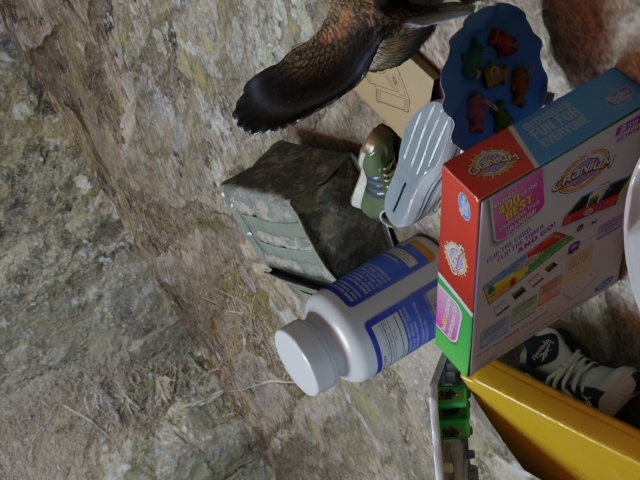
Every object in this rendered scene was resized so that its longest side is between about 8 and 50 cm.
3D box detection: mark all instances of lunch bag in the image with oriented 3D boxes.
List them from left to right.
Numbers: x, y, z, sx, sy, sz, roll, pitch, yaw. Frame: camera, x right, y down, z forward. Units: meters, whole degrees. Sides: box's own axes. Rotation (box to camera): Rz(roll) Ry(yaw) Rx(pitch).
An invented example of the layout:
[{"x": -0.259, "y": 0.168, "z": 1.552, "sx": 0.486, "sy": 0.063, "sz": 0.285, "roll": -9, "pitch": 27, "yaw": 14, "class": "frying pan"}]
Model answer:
[{"x": 0.000, "y": 0.000, "z": 2.285, "sx": 0.235, "sy": 0.169, "sz": 0.287, "roll": 17, "pitch": 141, "yaw": 57, "class": "lunch bag"}]

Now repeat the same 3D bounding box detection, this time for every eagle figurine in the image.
[{"x": 0.036, "y": -0.262, "z": 1.756, "sx": 0.225, "sy": 0.226, "sz": 0.298, "roll": -103, "pitch": 28, "yaw": -46, "class": "eagle figurine"}]

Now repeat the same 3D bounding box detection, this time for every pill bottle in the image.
[{"x": 0.073, "y": 0.118, "z": 2.110, "sx": 0.152, "sy": 0.272, "sz": 0.152, "roll": 49, "pitch": 157, "yaw": 29, "class": "pill bottle"}]

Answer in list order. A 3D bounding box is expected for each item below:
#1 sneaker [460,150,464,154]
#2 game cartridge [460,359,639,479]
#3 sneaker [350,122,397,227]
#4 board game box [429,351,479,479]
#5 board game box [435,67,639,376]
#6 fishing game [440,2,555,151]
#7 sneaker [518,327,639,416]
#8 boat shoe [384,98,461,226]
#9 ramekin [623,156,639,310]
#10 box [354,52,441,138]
[{"x": 0.213, "y": -0.132, "z": 1.717, "sx": 0.080, "sy": 0.081, "sz": 0.211, "roll": 32, "pitch": 144, "yaw": 55, "class": "sneaker"}, {"x": 0.340, "y": 0.273, "z": 1.791, "sx": 0.285, "sy": 0.052, "sz": 0.323, "roll": 26, "pitch": 161, "yaw": 35, "class": "game cartridge"}, {"x": 0.101, "y": -0.089, "z": 2.081, "sx": 0.086, "sy": 0.064, "sz": 0.192, "roll": 39, "pitch": 151, "yaw": 17, "class": "sneaker"}, {"x": 0.209, "y": 0.348, "z": 1.979, "sx": 0.390, "sy": 0.050, "sz": 0.390, "roll": -39, "pitch": -56, "yaw": -78, "class": "board game box"}, {"x": 0.244, "y": -0.013, "z": 1.578, "sx": 0.064, "sy": 0.242, "sz": 0.316, "roll": 47, "pitch": 155, "yaw": 33, "class": "board game box"}, {"x": 0.200, "y": -0.167, "z": 1.541, "sx": 0.041, "sy": 0.189, "sz": 0.264, "roll": 6, "pitch": 99, "yaw": 43, "class": "fishing game"}, {"x": 0.326, "y": 0.174, "z": 1.847, "sx": 0.153, "sy": 0.094, "sz": 0.235, "roll": 47, "pitch": 168, "yaw": 9, "class": "sneaker"}, {"x": 0.152, "y": -0.110, "z": 1.906, "sx": 0.083, "sy": 0.076, "sz": 0.226, "roll": 59, "pitch": 146, "yaw": 25, "class": "boat shoe"}, {"x": 0.410, "y": 0.007, "z": 1.295, "sx": 0.273, "sy": 0.127, "sz": 0.273, "roll": 39, "pitch": 135, "yaw": 55, "class": "ramekin"}, {"x": 0.094, "y": -0.228, "z": 1.954, "sx": 0.201, "sy": 0.021, "sz": 0.164, "roll": 49, "pitch": 157, "yaw": 29, "class": "box"}]
